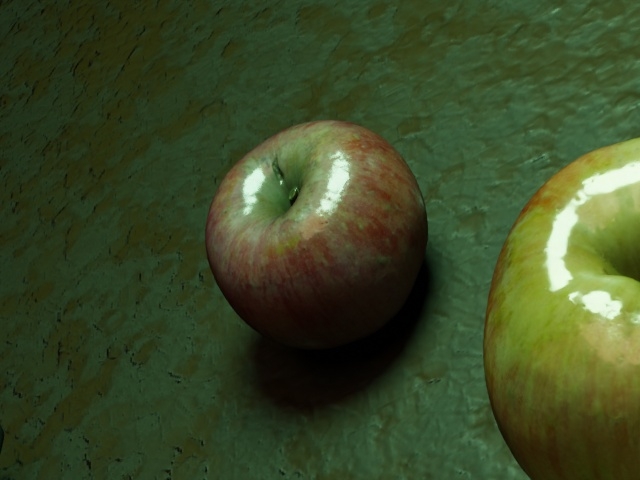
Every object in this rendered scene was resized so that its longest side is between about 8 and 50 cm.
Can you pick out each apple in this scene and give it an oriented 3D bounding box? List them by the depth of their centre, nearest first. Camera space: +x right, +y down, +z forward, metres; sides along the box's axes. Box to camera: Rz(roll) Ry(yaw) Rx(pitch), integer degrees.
[{"bbox_3d":[0.184,0.052,0.907,0.209,0.164,0.209,-16,48,18],"label":"apple"},{"bbox_3d":[0.000,0.000,1.159,0.153,0.120,0.153,-21,47,24],"label":"apple"}]

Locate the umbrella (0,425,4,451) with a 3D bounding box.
[{"bbox_3d":[-0.248,0.247,1.143,0.128,0.154,0.336,6,25,-2],"label":"umbrella"}]
